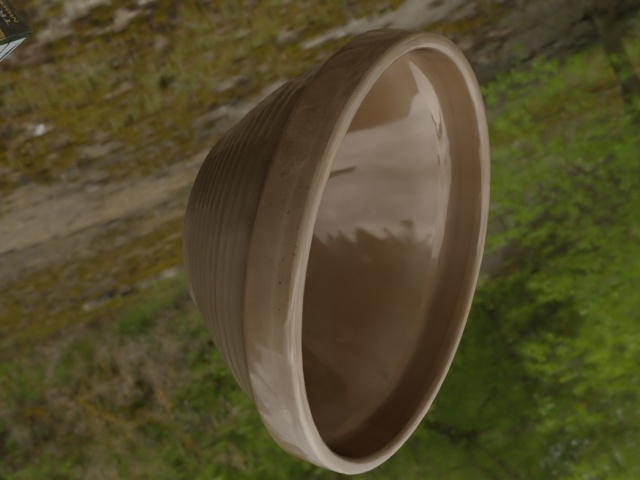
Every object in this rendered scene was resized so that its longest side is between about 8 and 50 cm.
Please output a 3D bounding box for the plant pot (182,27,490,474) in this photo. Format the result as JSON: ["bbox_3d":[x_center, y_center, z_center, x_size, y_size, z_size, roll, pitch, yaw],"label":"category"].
[{"bbox_3d":[0.000,0.000,0.664,0.110,0.237,0.237,11,-166,27],"label":"plant pot"}]

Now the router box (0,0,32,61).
[{"bbox_3d":[-0.346,-0.211,0.742,0.081,0.309,0.243,-38,-172,16],"label":"router box"}]
